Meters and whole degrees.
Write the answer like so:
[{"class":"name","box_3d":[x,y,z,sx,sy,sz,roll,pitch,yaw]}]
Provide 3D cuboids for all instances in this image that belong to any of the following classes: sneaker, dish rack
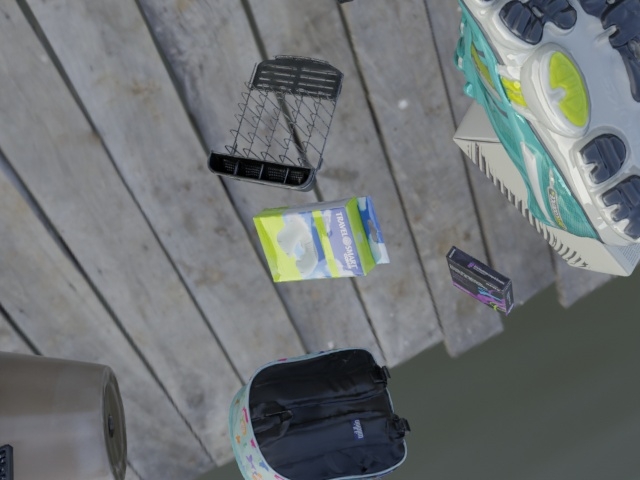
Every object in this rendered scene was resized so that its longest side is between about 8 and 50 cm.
[{"class":"sneaker","box_3d":[0.105,-0.115,0.487,0.107,0.110,0.275,-32,106,-22]},{"class":"dish rack","box_3d":[-0.074,-0.224,1.664,0.074,0.208,0.272,47,56,-67]}]

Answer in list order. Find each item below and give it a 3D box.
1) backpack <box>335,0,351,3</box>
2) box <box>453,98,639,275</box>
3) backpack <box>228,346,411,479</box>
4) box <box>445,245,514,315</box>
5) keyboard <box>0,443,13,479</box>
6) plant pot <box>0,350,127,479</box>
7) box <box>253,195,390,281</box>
[{"class":"backpack","box_3d":[0.122,-0.559,1.423,0.355,0.273,0.290,-26,100,-6]},{"class":"box","box_3d":[0.280,-0.077,1.032,0.275,0.094,0.113,41,73,-34]},{"class":"backpack","box_3d":[-0.019,0.297,1.431,0.253,0.225,0.191,-3,153,-33]},{"class":"box","box_3d":[0.278,0.072,1.558,0.029,0.116,0.162,-54,157,-10]},{"class":"keyboard","box_3d":[-0.403,0.346,1.074,0.100,0.038,0.192,-18,119,-49]},{"class":"plant pot","box_3d":[-0.454,0.301,1.380,0.280,0.323,0.323,-8,129,-4]},{"class":"box","box_3d":[0.000,0.000,1.278,0.178,0.042,0.109,-6,111,32]}]
